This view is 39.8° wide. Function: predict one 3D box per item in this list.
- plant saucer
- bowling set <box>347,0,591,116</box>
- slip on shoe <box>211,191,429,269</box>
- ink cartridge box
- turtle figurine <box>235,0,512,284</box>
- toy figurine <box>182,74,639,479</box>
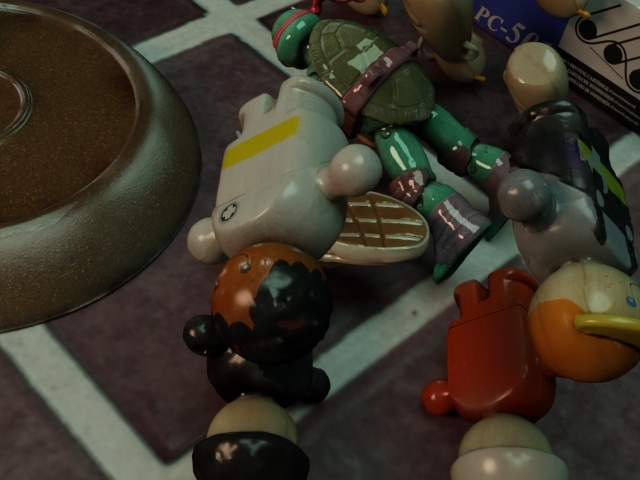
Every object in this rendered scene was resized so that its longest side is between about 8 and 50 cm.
[{"bbox_3d":[-0.234,-0.074,0.585,0.310,0.050,0.311,5,48,-5],"label":"plant saucer"},{"bbox_3d":[0.141,-0.213,0.671,0.200,0.154,0.287,-44,66,4],"label":"bowling set"},{"bbox_3d":[0.000,0.000,0.545,0.135,0.041,0.051,1,46,11],"label":"slip on shoe"},{"bbox_3d":[0.225,-0.178,0.733,0.046,0.097,0.207,-31,61,-32],"label":"ink cartridge box"},{"bbox_3d":[0.030,-0.084,0.603,0.234,0.118,0.175,43,65,13],"label":"turtle figurine"},{"bbox_3d":[0.039,0.041,0.425,0.213,0.210,0.148,7,53,-3],"label":"toy figurine"}]
